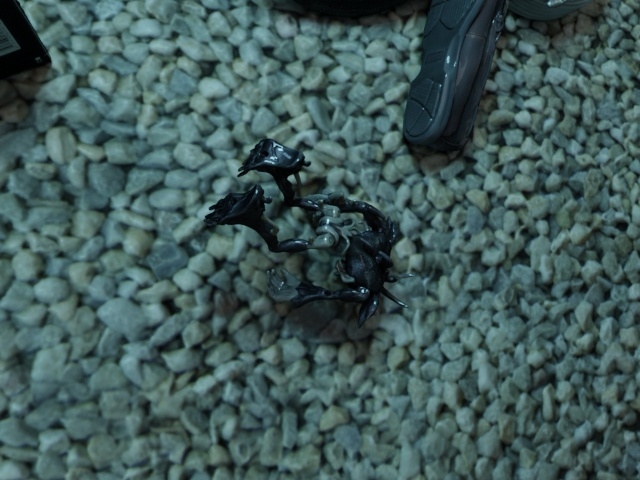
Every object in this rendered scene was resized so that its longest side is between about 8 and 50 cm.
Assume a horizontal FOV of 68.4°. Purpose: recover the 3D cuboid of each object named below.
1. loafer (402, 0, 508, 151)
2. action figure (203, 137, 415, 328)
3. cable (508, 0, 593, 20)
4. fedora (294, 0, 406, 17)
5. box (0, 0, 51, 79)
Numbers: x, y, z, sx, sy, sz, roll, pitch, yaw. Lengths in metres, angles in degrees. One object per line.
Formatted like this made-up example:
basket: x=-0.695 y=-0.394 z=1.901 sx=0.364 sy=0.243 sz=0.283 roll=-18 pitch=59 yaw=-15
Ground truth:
loafer: x=0.207 y=-0.278 z=0.680 sx=0.095 sy=0.109 sz=0.302 roll=12 pitch=100 yaw=-30
action figure: x=0.000 y=0.000 z=0.584 sx=0.276 sy=0.141 sz=0.164 roll=39 pitch=63 yaw=-34
cable: x=0.377 y=-0.500 z=0.782 sx=0.257 sy=0.089 sz=0.257 roll=-22 pitch=88 yaw=-18
fedora: x=0.054 y=-0.482 z=0.637 sx=0.334 sy=0.334 sz=0.152 roll=-7 pitch=49 yaw=-16
box: x=-0.391 y=-0.279 z=0.501 sx=0.093 sy=0.156 sz=0.158 roll=-30 pitch=90 yaw=-16
